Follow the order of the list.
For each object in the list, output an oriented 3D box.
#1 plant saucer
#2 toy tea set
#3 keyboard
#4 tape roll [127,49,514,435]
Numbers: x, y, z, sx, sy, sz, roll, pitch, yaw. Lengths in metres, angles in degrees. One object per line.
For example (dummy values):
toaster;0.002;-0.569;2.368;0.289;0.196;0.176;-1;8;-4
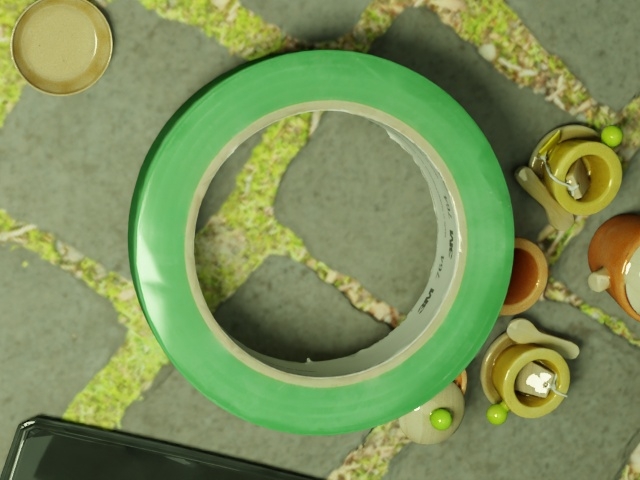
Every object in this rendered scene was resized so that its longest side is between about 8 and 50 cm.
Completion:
plant saucer;-0.211;-0.159;1.449;0.083;0.015;0.083;-5;107;-18
toy tea set;0.208;0.066;1.608;0.200;0.124;0.336;40;90;-25
keyboard;-0.146;0.280;1.596;0.317;0.033;0.201;17;93;-22
tape roll;0.000;0.000;1.503;0.321;0.077;0.321;-1;96;-11
